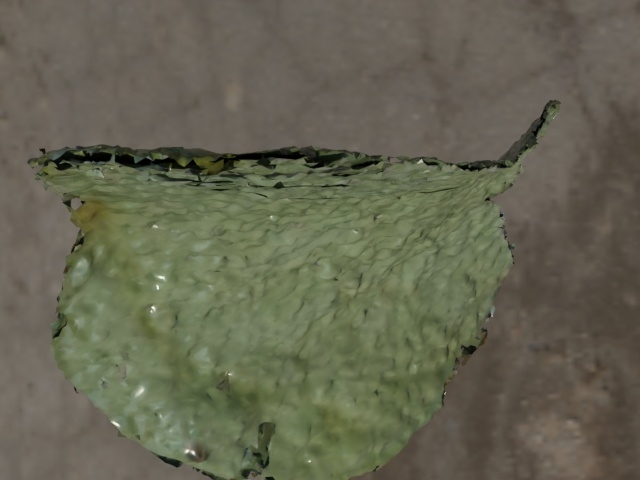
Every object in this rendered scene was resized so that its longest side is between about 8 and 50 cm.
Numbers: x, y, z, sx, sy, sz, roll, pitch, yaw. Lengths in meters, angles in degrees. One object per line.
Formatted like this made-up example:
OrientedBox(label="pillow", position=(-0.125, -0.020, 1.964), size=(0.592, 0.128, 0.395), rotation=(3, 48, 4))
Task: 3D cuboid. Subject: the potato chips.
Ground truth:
OrientedBox(label="potato chips", position=(0.002, 0.006, 0.508), size=(0.228, 0.167, 0.059), rotation=(86, 160, -61))
